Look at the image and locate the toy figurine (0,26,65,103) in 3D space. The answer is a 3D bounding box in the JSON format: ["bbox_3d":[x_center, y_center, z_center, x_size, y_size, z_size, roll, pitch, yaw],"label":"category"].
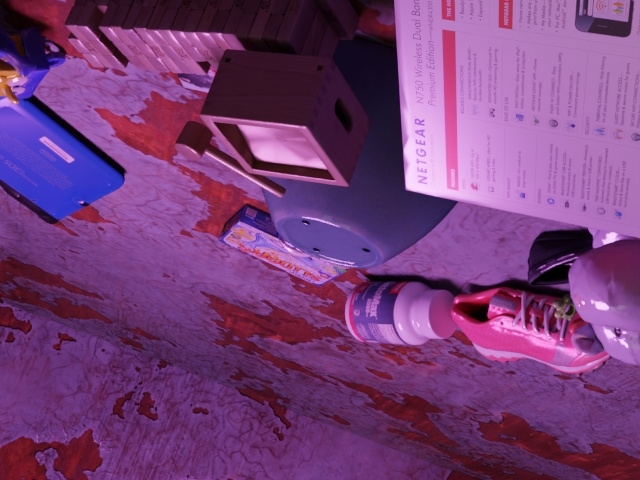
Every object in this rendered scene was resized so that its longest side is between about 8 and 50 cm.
[{"bbox_3d":[-0.437,-0.269,1.528,0.217,0.191,0.362,-4,165,-30],"label":"toy figurine"}]

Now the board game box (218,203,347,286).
[{"bbox_3d":[-0.061,0.011,1.965,0.201,0.035,0.136,25,159,-13],"label":"board game box"}]

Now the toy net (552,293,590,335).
[{"bbox_3d":[0.435,0.119,1.654,0.232,0.122,0.045,38,179,-30],"label":"toy net"}]

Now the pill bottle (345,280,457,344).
[{"bbox_3d":[0.140,0.122,1.958,0.180,0.108,0.108,-2,150,45],"label":"pill bottle"}]

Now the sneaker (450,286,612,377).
[{"bbox_3d":[0.327,0.131,1.797,0.136,0.115,0.314,36,155,-33],"label":"sneaker"}]

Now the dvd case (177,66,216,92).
[{"bbox_3d":[-0.133,-0.212,1.488,0.120,0.013,0.087,13,159,16],"label":"dvd case"}]

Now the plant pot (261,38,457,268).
[{"bbox_3d":[0.041,-0.081,1.399,0.290,0.195,0.290,17,160,6],"label":"plant pot"}]

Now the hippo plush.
[{"bbox_3d":[0.334,0.015,1.308,0.234,0.236,0.294,8,157,29],"label":"hippo plush"}]

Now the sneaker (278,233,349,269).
[{"bbox_3d":[0.000,0.000,1.875,0.135,0.052,0.058,15,151,-9],"label":"sneaker"}]

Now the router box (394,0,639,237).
[{"bbox_3d":[0.219,-0.164,1.013,0.301,0.082,0.335,13,137,20],"label":"router box"}]

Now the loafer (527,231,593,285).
[{"bbox_3d":[0.370,0.029,1.542,0.076,0.078,0.223,33,156,-33],"label":"loafer"}]

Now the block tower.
[{"bbox_3d":[-0.132,-0.243,1.292,0.336,0.097,0.091,7,157,29],"label":"block tower"}]

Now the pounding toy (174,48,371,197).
[{"bbox_3d":[-0.058,-0.126,1.253,0.206,0.094,0.181,9,159,27],"label":"pounding toy"}]

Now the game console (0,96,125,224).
[{"bbox_3d":[-0.507,-0.174,1.921,0.250,0.173,0.293,-25,141,20],"label":"game console"}]
